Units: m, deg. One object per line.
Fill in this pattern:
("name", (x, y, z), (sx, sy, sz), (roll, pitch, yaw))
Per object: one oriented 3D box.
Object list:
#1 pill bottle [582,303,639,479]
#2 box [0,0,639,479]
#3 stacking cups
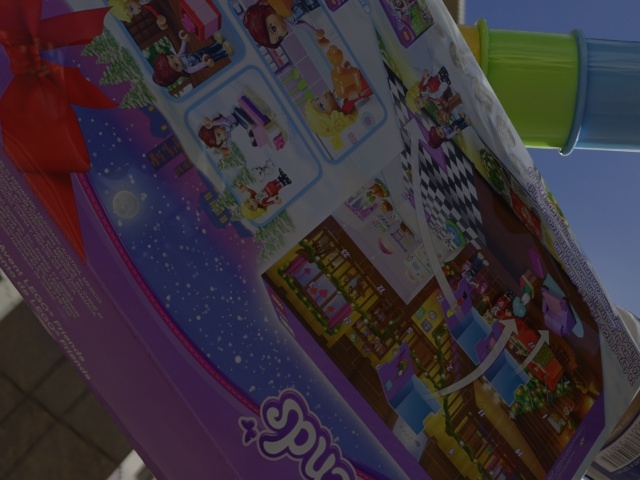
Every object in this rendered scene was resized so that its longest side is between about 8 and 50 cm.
("pill bottle", (0.322, 0.186, 0.990), (0.265, 0.153, 0.153), (35, -33, -21))
("box", (0.000, 0.000, 0.396), (0.057, 0.201, 0.293), (-15, -68, 50))
("stacking cups", (0.194, -0.096, 0.682), (0.316, 0.096, 0.096), (4, -44, 4))
